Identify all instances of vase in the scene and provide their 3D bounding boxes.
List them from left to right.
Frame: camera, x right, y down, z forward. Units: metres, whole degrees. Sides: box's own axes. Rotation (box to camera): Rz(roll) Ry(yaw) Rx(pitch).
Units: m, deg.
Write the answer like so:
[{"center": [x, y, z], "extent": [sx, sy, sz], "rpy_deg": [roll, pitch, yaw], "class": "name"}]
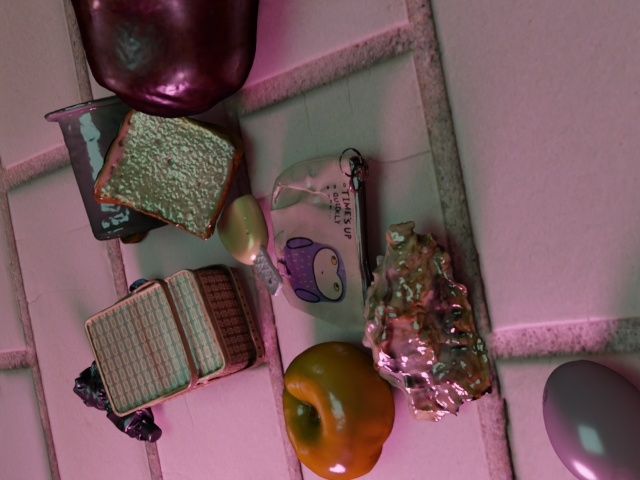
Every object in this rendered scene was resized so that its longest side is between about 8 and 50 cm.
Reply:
[{"center": [-0.438, -0.155, 1.931], "extent": [0.245, 0.245, 0.291], "rpy_deg": [-5, 100, 44], "class": "vase"}]

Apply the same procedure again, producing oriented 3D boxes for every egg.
[{"center": [0.392, 0.259, 1.262], "extent": [0.146, 0.146, 0.199], "rpy_deg": [-45, 60, 39], "class": "egg"}]

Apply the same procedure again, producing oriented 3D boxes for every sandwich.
[{"center": [-0.295, -0.141, 1.779], "extent": [0.251, 0.087, 0.226], "rpy_deg": [20, 91, 3], "class": "sandwich"}]

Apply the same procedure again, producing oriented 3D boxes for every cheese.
[{"center": [-0.125, 0.011, 1.733], "extent": [0.255, 0.050, 0.127], "rpy_deg": [54, 130, 43], "class": "cheese"}]

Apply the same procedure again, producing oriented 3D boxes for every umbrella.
[{"center": [-0.474, 0.396, 2.156], "extent": [0.272, 0.110, 0.122], "rpy_deg": [30, 117, 31], "class": "umbrella"}]

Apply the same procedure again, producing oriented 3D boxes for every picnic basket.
[{"center": [-0.297, 0.199, 1.837], "extent": [0.312, 0.175, 0.228], "rpy_deg": [-25, 80, 24], "class": "picnic basket"}]

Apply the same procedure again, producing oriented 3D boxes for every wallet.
[{"center": [0.003, -0.001, 1.630], "extent": [0.274, 0.068, 0.336], "rpy_deg": [7, 107, 52], "class": "wallet"}]

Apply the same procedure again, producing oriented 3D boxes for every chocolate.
[{"center": [-0.287, -0.403, 1.670], "extent": [0.383, 0.383, 0.332], "rpy_deg": [28, 126, 37], "class": "chocolate"}]

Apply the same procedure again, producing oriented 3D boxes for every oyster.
[{"center": [0.151, 0.147, 1.482], "extent": [0.201, 0.107, 0.355], "rpy_deg": [-14, 96, 35], "class": "oyster"}]

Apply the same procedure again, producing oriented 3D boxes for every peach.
[{"center": [0.025, 0.304, 1.631], "extent": [0.251, 0.153, 0.251], "rpy_deg": [-4, 85, 57], "class": "peach"}]

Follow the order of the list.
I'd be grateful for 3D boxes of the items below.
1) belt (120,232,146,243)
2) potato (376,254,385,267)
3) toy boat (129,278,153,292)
[{"center": [-0.430, -0.026, 2.075], "extent": [0.083, 0.036, 0.059], "rpy_deg": [-37, 66, 41], "class": "belt"}, {"center": [0.117, 0.066, 1.571], "extent": [0.037, 0.036, 0.093], "rpy_deg": [-5, 101, 3], "class": "potato"}, {"center": [-0.380, 0.195, 2.026], "extent": [0.100, 0.097, 0.223], "rpy_deg": [-26, 80, 49], "class": "toy boat"}]
